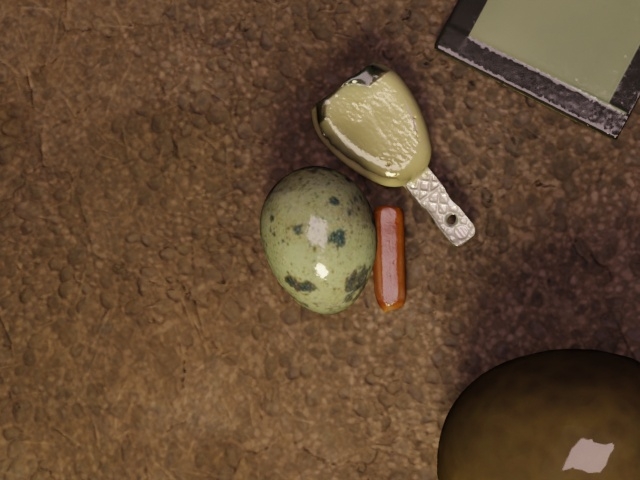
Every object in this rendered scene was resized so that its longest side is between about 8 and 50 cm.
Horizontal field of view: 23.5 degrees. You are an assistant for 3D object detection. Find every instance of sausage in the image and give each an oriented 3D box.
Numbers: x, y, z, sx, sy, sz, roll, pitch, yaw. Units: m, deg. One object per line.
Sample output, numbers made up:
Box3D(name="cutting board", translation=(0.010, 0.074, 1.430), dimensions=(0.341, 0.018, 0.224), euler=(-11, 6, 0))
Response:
Box3D(name="sausage", translation=(0.085, 0.023, 1.900), dimensions=(0.041, 0.039, 0.131), euler=(-1, 83, -3))

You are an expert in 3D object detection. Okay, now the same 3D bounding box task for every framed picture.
Box3D(name="framed picture", translation=(0.336, -0.333, 1.940), dimensions=(0.265, 0.016, 0.347), euler=(27, 86, 8))

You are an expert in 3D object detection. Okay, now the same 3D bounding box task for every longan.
Box3D(name="longan", translation=(0.280, 0.260, 1.743), dimensions=(0.300, 0.243, 0.300), euler=(4, 97, 37))

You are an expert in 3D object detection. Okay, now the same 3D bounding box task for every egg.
Box3D(name="egg", translation=(0.000, 0.000, 1.860), dimensions=(0.141, 0.141, 0.182), euler=(-13, 84, 3))

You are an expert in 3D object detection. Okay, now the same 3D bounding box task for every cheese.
Box3D(name="cheese", translation=(0.103, -0.097, 1.909), dimensions=(0.127, 0.054, 0.251), euler=(-37, 81, -1))
